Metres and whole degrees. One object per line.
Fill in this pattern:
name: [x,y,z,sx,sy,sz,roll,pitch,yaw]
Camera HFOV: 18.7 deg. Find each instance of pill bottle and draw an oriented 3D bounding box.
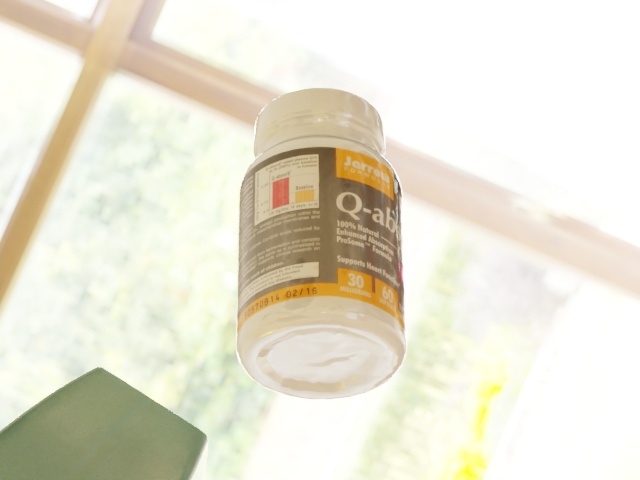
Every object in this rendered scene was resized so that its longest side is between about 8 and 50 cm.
pill bottle: [0.000,0.000,1.874,0.162,0.162,0.278,114,160,-53]

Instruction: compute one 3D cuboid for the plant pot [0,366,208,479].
plant pot: [-0.194,0.225,1.457,0.234,0.165,0.165,-53,-14,-28]
